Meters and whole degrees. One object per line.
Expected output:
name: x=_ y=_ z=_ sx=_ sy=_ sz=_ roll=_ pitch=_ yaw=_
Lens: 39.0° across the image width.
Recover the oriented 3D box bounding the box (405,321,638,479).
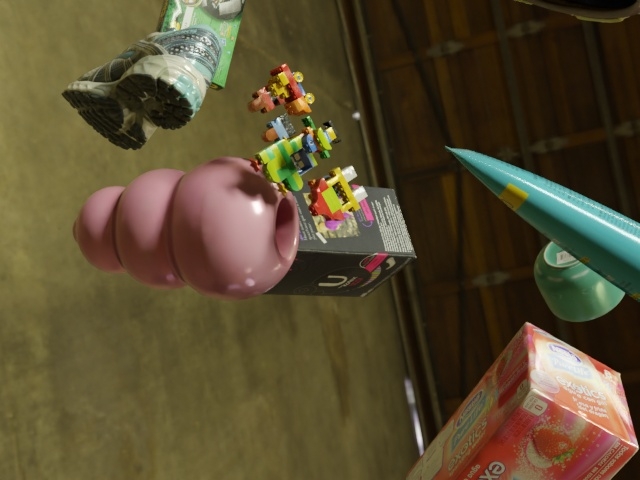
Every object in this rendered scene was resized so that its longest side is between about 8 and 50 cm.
box: x=0.228 y=0.272 z=1.098 sx=0.300 sy=0.142 sz=0.154 roll=-59 pitch=-175 yaw=26

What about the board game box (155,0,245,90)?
board game box: x=-0.193 y=-0.395 z=1.511 sx=0.136 sy=0.030 sz=0.259 roll=23 pitch=72 yaw=-35

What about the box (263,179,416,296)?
box: x=0.000 y=0.000 z=1.554 sx=0.270 sy=0.165 sz=0.143 roll=4 pitch=59 yaw=-34

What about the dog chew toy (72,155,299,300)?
dog chew toy: x=-0.204 y=-0.016 z=1.308 sx=0.206 sy=0.332 sz=0.206 roll=-1 pitch=90 yaw=-73

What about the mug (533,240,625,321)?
mug: x=0.410 y=0.038 z=1.417 sx=0.129 sy=0.158 sz=0.097 roll=26 pitch=-24 yaw=55

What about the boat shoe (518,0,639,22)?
boat shoe: x=0.197 y=-0.297 z=0.898 sx=0.097 sy=0.324 sz=0.116 roll=-33 pitch=141 yaw=-40

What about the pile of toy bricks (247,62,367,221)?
pile of toy bricks: x=-0.043 y=-0.114 z=1.196 sx=0.118 sy=0.105 sz=0.212 roll=-7 pitch=-65 yaw=60

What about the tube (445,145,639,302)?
tube: x=0.182 y=-0.016 z=0.662 sx=0.052 sy=0.207 sz=0.080 roll=-58 pitch=174 yaw=4

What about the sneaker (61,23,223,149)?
sneaker: x=-0.209 y=-0.192 z=1.108 sx=0.110 sy=0.283 sz=0.122 roll=47 pitch=62 yaw=-31
